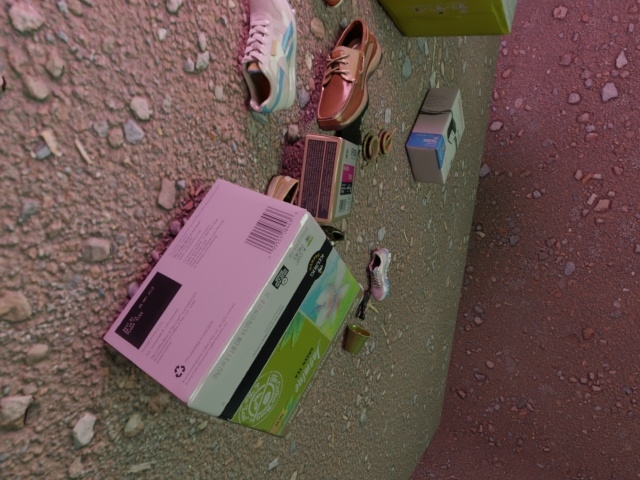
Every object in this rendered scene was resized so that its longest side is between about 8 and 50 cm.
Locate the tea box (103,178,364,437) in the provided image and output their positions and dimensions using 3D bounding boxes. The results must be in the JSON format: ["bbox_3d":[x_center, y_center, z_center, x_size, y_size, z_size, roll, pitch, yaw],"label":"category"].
[{"bbox_3d":[-0.124,0.130,0.803,0.329,0.220,0.323,-59,147,-16],"label":"tea box"}]

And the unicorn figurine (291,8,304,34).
[{"bbox_3d":[-0.086,-0.489,0.852,0.162,0.060,0.111,31,73,-43],"label":"unicorn figurine"}]

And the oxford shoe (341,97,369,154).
[{"bbox_3d":[0.086,-0.328,1.214,0.076,0.076,0.212,-95,-167,-87],"label":"oxford shoe"}]

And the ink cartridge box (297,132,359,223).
[{"bbox_3d":[0.024,-0.148,1.076,0.234,0.088,0.193,-27,126,-73],"label":"ink cartridge box"}]

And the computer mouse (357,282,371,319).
[{"bbox_3d":[0.130,0.191,1.489,0.106,0.042,0.193,-67,149,-18],"label":"computer mouse"}]

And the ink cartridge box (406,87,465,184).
[{"bbox_3d":[0.464,-0.414,1.762,0.307,0.129,0.223,-66,148,-21],"label":"ink cartridge box"}]

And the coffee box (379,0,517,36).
[{"bbox_3d":[0.369,-0.802,1.235,0.338,0.337,0.335,5,96,-61],"label":"coffee box"}]

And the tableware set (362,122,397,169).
[{"bbox_3d":[0.193,-0.305,1.418,0.194,0.039,0.128,-32,127,-52],"label":"tableware set"}]

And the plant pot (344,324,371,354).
[{"bbox_3d":[0.117,0.339,1.498,0.083,0.083,0.079,9,106,-61],"label":"plant pot"}]

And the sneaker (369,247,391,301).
[{"bbox_3d":[0.199,0.123,1.573,0.083,0.071,0.191,-2,94,-54],"label":"sneaker"}]

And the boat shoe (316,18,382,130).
[{"bbox_3d":[0.054,-0.408,1.074,0.120,0.122,0.324,55,45,-46],"label":"boat shoe"}]

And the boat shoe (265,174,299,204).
[{"bbox_3d":[-0.095,-0.052,0.972,0.068,0.072,0.190,24,79,-61],"label":"boat shoe"}]

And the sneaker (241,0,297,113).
[{"bbox_3d":[-0.100,-0.358,0.837,0.092,0.087,0.229,-35,128,-48],"label":"sneaker"}]

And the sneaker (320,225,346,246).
[{"bbox_3d":[0.000,0.000,1.159,0.188,0.071,0.066,-31,127,-53],"label":"sneaker"}]

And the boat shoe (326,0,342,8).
[{"bbox_3d":[0.048,-0.612,1.044,0.137,0.049,0.043,-64,146,-15],"label":"boat shoe"}]
